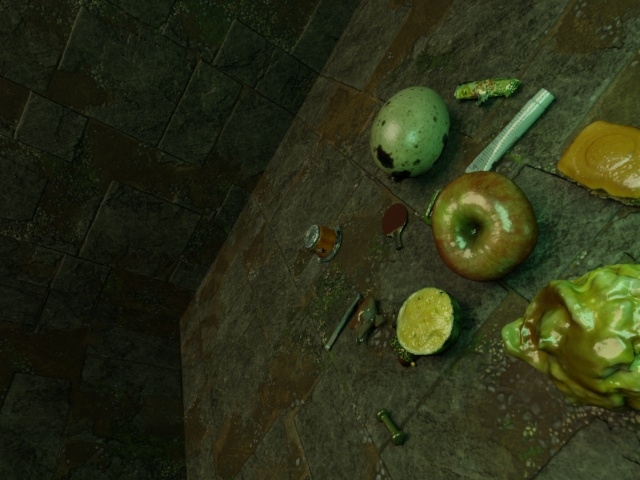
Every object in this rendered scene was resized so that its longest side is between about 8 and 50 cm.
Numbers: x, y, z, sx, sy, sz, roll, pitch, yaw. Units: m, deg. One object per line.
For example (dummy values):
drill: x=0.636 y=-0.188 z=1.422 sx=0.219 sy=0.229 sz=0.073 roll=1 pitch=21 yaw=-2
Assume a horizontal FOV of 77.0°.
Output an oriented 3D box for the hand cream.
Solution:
hand cream: x=0.594 y=-0.331 z=1.284 sx=0.331 sy=0.058 sz=0.085 roll=-50 pitch=36 yaw=26

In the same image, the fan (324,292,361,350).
fan: x=0.092 y=0.334 z=1.649 sx=0.282 sy=0.023 sz=0.057 roll=-60 pitch=2 yaw=14

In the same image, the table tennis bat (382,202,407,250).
table tennis bat: x=0.299 y=-0.056 z=1.600 sx=0.130 sy=0.019 sz=0.220 roll=-38 pitch=39 yaw=38

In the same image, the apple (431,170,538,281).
apple: x=0.464 y=-0.041 z=1.134 sx=0.278 sy=0.250 sz=0.309 roll=0 pitch=90 yaw=42

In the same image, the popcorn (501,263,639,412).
popcorn: x=0.559 y=0.188 z=0.790 sx=0.279 sy=0.274 sz=0.335 roll=52 pitch=161 yaw=23

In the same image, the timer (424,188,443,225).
timer: x=0.430 y=-0.112 z=1.405 sx=0.128 sy=0.047 sz=0.140 roll=24 pitch=91 yaw=58

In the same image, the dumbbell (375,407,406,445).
dumbbell: x=0.218 y=0.581 z=1.257 sx=0.046 sy=0.052 sz=0.118 roll=-26 pitch=30 yaw=-12

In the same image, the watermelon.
watermelon: x=0.335 y=0.255 z=1.220 sx=0.232 sy=0.127 sz=0.204 roll=-37 pitch=42 yaw=38

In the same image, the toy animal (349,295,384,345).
toy animal: x=0.160 y=0.298 z=1.524 sx=0.179 sy=0.089 sz=0.188 roll=-171 pitch=102 yaw=-76

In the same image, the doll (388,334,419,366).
doll: x=0.269 y=0.354 z=1.308 sx=0.078 sy=0.077 sz=0.113 roll=-42 pitch=38 yaw=21

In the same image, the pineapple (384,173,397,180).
pineapple: x=0.303 y=-0.337 z=1.721 sx=0.103 sy=0.083 sz=0.221 roll=-34 pitch=41 yaw=41

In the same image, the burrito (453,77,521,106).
burrito: x=0.580 y=-0.529 z=1.445 sx=0.288 sy=0.054 sz=0.104 roll=26 pitch=93 yaw=60

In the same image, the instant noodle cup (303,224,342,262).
instant noodle cup: x=0.000 y=0.000 z=1.925 sx=0.178 sy=0.126 sz=0.208 roll=26 pitch=93 yaw=59

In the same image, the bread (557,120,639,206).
bread: x=0.705 y=-0.183 z=0.949 sx=0.174 sy=0.121 sz=0.245 roll=-58 pitch=29 yaw=16

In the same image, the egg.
egg: x=0.336 y=-0.409 z=1.517 sx=0.288 sy=0.288 sz=0.379 roll=-21 pitch=46 yaw=51
